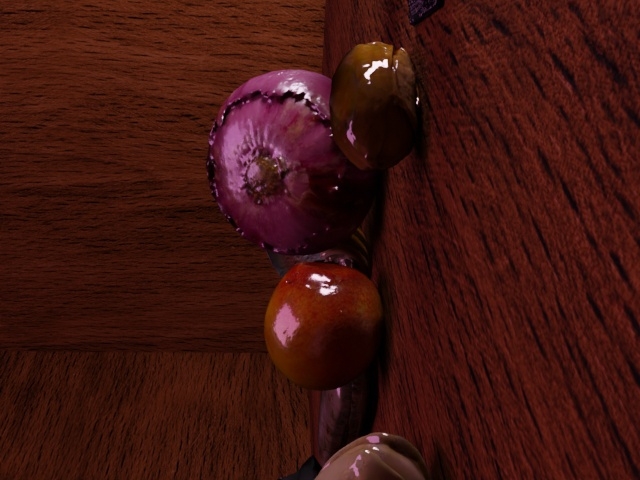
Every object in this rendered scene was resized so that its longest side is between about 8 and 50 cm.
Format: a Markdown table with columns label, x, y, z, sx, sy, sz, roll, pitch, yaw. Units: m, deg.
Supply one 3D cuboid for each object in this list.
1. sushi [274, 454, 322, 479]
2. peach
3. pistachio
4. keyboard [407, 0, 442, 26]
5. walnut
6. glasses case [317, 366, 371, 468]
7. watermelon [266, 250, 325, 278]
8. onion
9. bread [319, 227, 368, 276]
| label | x | y | z | sx | sy | sz | roll | pitch | yaw |
| --- | --- | --- | --- | --- | --- | --- | --- | --- | --- |
| sushi | -0.014 | 0.622 | 1.626 | 0.227 | 0.212 | 0.215 | -41 | 36 | 24 |
| peach | 0.006 | 0.149 | 1.390 | 0.231 | 0.231 | 0.231 | -179 | 90 | -86 |
| pistachio | 0.051 | 0.376 | 0.923 | 0.162 | 0.181 | 0.293 | -2 | -78 | -70 |
| keyboard | 0.138 | -0.329 | 1.033 | 0.195 | 0.018 | 0.060 | -111 | 19 | -81 |
| walnut | 0.077 | -0.193 | 1.101 | 0.137 | 0.137 | 0.245 | 95 | 175 | -49 |
| glasses case | 0.046 | 0.363 | 1.629 | 0.425 | 0.098 | 0.156 | 95 | 177 | -52 |
| watermelon | 0.000 | 0.000 | 1.805 | 0.320 | 0.214 | 0.289 | 1 | -96 | -49 |
| onion | -0.047 | -0.164 | 1.516 | 0.345 | 0.358 | 0.358 | -66 | -15 | -50 |
| bread | 0.051 | 0.014 | 1.631 | 0.119 | 0.084 | 0.177 | 50 | -154 | -38 |
